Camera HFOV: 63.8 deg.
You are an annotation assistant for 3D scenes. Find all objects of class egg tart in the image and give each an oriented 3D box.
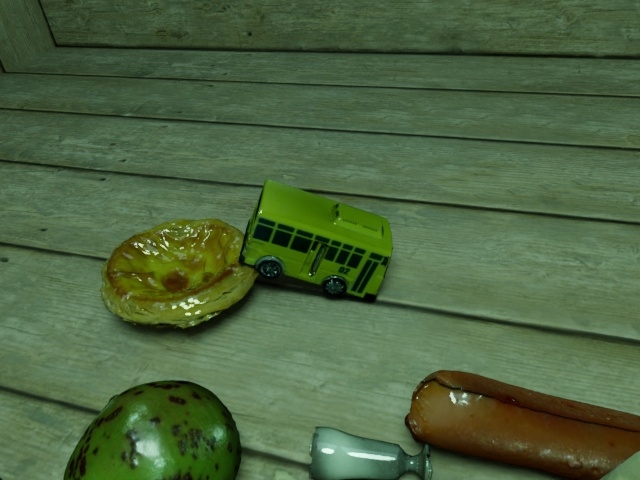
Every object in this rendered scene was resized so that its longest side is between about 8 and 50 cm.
[{"bbox_3d":[-0.256,0.071,0.956,0.295,0.116,0.294,-2,37,1],"label":"egg tart"}]

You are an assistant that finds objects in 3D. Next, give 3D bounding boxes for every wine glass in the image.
[{"bbox_3d":[0.066,0.287,0.671,0.155,0.072,0.072,3,39,11],"label":"wine glass"}]

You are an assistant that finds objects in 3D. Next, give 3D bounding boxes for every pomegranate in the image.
[{"bbox_3d":[-0.179,0.288,0.615,0.211,0.211,0.263,-34,71,-31],"label":"pomegranate"}]

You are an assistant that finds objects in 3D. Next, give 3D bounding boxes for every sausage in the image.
[{"bbox_3d":[0.276,0.242,0.656,0.330,0.102,0.102,13,40,5],"label":"sausage"}]

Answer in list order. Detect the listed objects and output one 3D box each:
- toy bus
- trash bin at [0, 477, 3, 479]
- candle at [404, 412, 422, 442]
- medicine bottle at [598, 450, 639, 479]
[{"bbox_3d":[0.000,0.000,0.927,0.262,0.150,0.128,17,35,-11],"label":"toy bus"},{"bbox_3d":[-0.383,0.338,0.540,0.165,0.225,0.115,-6,37,1],"label":"trash bin"},{"bbox_3d":[0.201,0.244,0.724,0.162,0.053,0.048,-11,1,-12],"label":"candle"},{"bbox_3d":[0.424,0.354,0.390,0.236,0.235,0.406,-14,44,-10],"label":"medicine bottle"}]
